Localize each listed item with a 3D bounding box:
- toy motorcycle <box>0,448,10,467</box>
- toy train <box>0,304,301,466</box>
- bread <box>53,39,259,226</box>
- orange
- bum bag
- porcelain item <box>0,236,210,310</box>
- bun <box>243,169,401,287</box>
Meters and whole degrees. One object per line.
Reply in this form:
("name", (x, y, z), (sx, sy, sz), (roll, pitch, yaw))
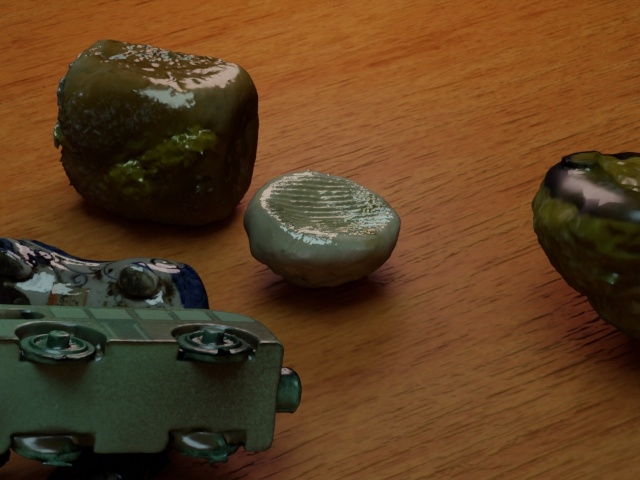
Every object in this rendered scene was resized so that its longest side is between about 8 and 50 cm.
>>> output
("toy motorcycle", (-0.361, 0.184, 1.671), (0.100, 0.058, 0.173), (-11, 35, 0))
("toy train", (-0.183, 0.135, 1.573), (0.326, 0.129, 0.159), (2, 15, -22))
("bread", (-0.212, -0.122, 1.963), (0.246, 0.195, 0.176), (13, 32, 21))
("orange", (0.408, 0.011, 1.740), (0.369, 0.210, 0.271), (1, 13, 1))
("bum bag", (-0.207, 0.223, 1.600), (0.102, 0.069, 0.248), (-6, 30, 20))
("porcelain item", (-0.247, 0.072, 1.762), (0.288, 0.138, 0.186), (9, 6, 9))
("bun", (0.000, 0.000, 1.866), (0.183, 0.102, 0.183), (8, 30, -5))
